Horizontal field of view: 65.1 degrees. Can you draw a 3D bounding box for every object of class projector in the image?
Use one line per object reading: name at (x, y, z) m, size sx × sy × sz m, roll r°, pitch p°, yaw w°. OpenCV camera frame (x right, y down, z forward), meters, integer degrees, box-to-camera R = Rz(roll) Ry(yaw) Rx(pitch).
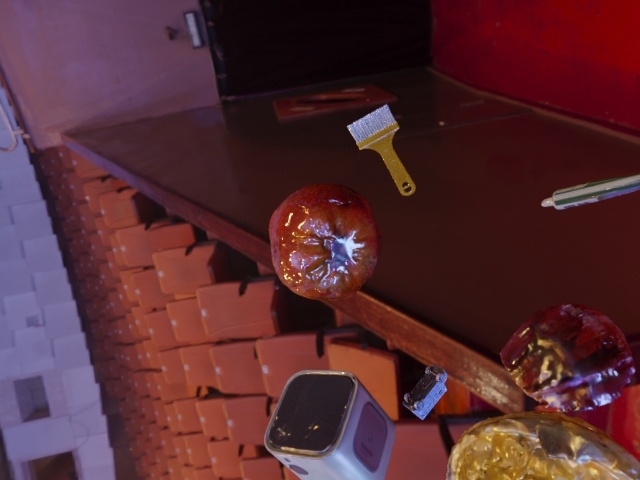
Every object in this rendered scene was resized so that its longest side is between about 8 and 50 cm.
projector at (0.033, 0.527, 1.373) m, size 0.249 × 0.249 × 0.248 m, roll 55°, pitch -137°, yaw -32°

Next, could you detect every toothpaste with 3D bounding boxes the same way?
toothpaste at (0.806, -0.145, 1.413) m, size 0.392 × 0.099 × 0.061 m, roll -15°, pitch 84°, yaw 55°

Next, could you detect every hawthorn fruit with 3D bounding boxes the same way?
hawthorn fruit at (0.005, 0.005, 0.726) m, size 0.179 × 0.174 × 0.173 m, roll 121°, pitch 139°, yaw -64°

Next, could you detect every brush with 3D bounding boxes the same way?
brush at (0.167, -0.198, 1.197) m, size 0.272 × 0.103 × 0.013 m, roll 50°, pitch -161°, yaw -41°

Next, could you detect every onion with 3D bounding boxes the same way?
onion at (0.645, 0.279, 1.285) m, size 0.280 × 0.314 × 0.146 m, roll -119°, pitch 5°, yaw -58°

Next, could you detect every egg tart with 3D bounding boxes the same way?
egg tart at (0.381, 0.502, 0.818) m, size 0.443 × 0.178 × 0.443 m, roll 20°, pitch 121°, yaw 38°

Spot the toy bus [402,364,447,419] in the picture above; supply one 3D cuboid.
toy bus at (0.344, 0.483, 1.604) m, size 0.076 × 0.167 × 0.073 m, roll 46°, pitch 169°, yaw -22°
